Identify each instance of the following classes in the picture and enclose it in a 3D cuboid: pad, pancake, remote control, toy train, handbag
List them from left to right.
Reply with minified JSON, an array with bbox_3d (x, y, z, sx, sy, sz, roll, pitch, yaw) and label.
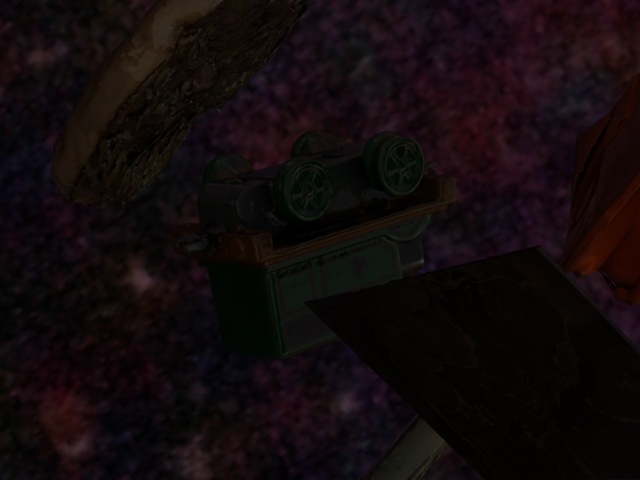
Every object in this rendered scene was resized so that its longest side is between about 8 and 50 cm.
[{"bbox_3d":[-0.104,-0.171,1.546,0.071,0.382,0.382,43,37,5],"label":"pancake"},{"bbox_3d":[0.000,0.000,2.175,0.429,0.178,0.249,-17,104,-39],"label":"toy train"},{"bbox_3d":[0.140,0.180,1.867,0.050,0.344,0.145,40,14,5],"label":"remote control"},{"bbox_3d":[0.150,0.112,1.372,0.247,0.367,0.007,45,65,-15],"label":"pad"},{"bbox_3d":[0.415,-0.143,1.948,0.116,0.410,0.303,26,43,-6],"label":"handbag"}]
